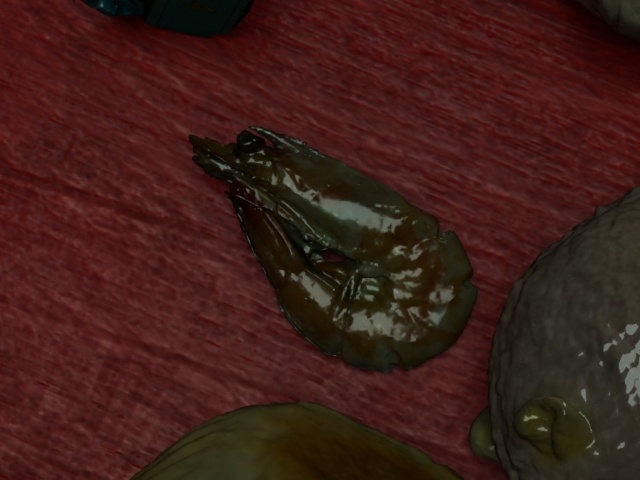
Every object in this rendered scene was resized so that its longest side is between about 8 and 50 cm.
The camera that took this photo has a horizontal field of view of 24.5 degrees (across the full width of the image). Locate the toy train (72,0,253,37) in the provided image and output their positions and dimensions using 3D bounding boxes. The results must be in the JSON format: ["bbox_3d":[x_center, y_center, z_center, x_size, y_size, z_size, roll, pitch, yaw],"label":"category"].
[{"bbox_3d":[-0.128,-0.246,1.268,0.154,0.198,0.107,12,78,-12],"label":"toy train"}]

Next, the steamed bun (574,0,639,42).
[{"bbox_3d":[0.348,-0.353,1.246,0.368,0.255,0.342,-18,102,25],"label":"steamed bun"}]

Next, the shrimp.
[{"bbox_3d":[0.000,0.000,1.283,0.294,0.062,0.154,37,88,5],"label":"shrimp"}]

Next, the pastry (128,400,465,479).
[{"bbox_3d":[-0.010,0.316,1.078,0.388,0.388,0.312,37,107,7],"label":"pastry"}]

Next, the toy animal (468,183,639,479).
[{"bbox_3d":[0.251,0.105,1.195,0.226,0.188,0.358,9,79,-3],"label":"toy animal"}]
